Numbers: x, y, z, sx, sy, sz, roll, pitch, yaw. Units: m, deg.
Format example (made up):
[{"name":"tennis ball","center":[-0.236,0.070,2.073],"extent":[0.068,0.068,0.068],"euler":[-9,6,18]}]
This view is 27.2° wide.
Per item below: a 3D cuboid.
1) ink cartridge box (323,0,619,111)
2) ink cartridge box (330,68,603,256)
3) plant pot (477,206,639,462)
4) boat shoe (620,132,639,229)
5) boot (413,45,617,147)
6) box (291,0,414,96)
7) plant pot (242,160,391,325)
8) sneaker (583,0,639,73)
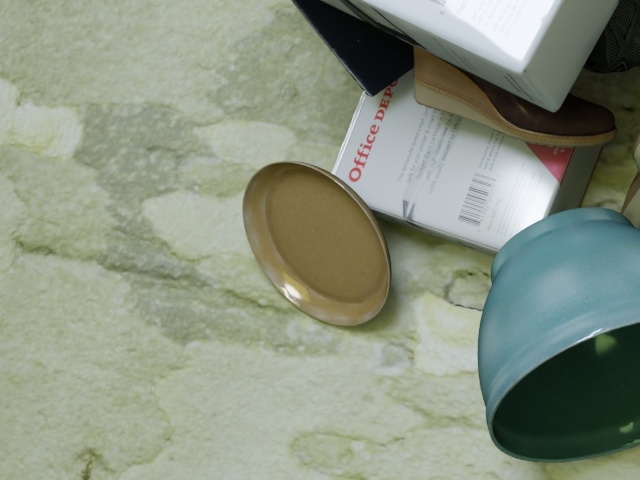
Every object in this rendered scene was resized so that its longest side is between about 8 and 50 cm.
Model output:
[{"name":"ink cartridge box","center":[0.125,-0.351,1.351],"extent":[0.395,0.166,0.285],"euler":[30,92,24]},{"name":"ink cartridge box","center":[0.182,-0.102,1.641],"extent":[0.283,0.117,0.207],"euler":[20,87,26]},{"name":"plant pot","center":[0.299,0.088,1.468],"extent":[0.293,0.293,0.196],"euler":[-28,54,16]},{"name":"boat shoe","center":[0.411,-0.071,1.422],"extent":[0.123,0.342,0.123],"euler":[-41,68,-18]},{"name":"boot","center":[0.230,-0.223,1.475],"extent":[0.248,0.090,0.206],"euler":[16,114,10]},{"name":"box","center":[0.124,-0.399,1.628],"extent":[0.343,0.179,0.312],"euler":[-34,33,14]},{"name":"plant pot","center":[0.000,0.000,1.679],"extent":[0.236,0.032,0.236],"euler":[25,133,30]},{"name":"sneaker","center":[0.283,-0.285,1.404],"extent":[0.087,0.130,0.227],"euler":[10,116,61]}]
